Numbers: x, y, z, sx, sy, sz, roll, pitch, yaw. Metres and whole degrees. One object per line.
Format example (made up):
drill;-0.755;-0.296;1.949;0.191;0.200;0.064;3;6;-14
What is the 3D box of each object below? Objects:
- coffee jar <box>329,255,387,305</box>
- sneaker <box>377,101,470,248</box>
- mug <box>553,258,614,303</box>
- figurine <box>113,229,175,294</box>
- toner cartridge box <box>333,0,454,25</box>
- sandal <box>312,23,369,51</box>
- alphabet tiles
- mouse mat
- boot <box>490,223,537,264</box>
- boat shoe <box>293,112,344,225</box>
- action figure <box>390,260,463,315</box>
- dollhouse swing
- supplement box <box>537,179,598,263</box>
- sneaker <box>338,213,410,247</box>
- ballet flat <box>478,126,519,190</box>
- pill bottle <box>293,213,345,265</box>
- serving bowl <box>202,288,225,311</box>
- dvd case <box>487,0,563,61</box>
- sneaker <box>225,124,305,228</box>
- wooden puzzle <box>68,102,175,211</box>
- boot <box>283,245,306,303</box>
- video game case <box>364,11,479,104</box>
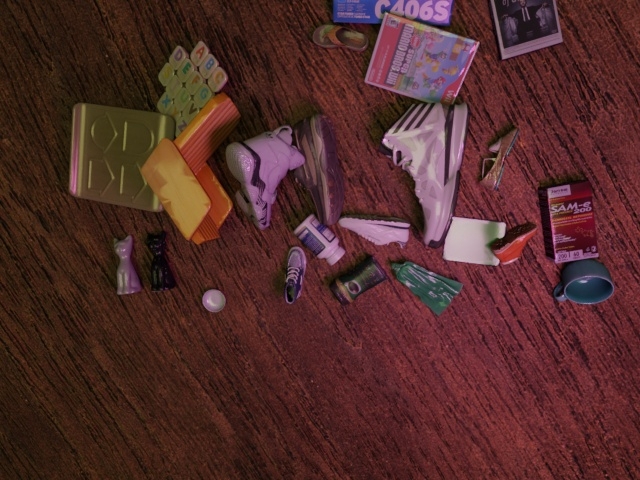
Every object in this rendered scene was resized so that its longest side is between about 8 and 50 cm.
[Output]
coffee jar;0.124;0.137;1.392;0.184;0.079;0.096;-34;97;9
sneaker;0.302;-0.208;1.296;0.258;0.169;0.446;8;92;14
mug;0.814;0.122;1.298;0.158;0.097;0.129;-6;129;26
figurine;-0.634;0.077;1.470;0.215;0.092;0.209;-6;91;8
toner cartridge box;0.213;-0.727;1.209;0.348;0.075;0.165;4;128;6
sandal;0.063;-0.631;1.287;0.180;0.049;0.072;13;100;4
alphabet tiles;-0.419;-0.475;1.324;0.278;0.021;0.284;-41;75;25
mouse mat;0.505;0.003;1.366;0.190;0.007;0.152;7;100;6
boot;0.633;0.011;1.334;0.158;0.059;0.084;-36;111;6
boat shoe;-0.011;-0.223;1.339;0.130;0.132;0.354;-3;97;29
action figure;0.334;0.136;1.377;0.232;0.063;0.137;31;103;-3
dollhouse swing;-0.308;-0.206;1.256;0.305;0.347;0.315;-33;94;0
supplement box;0.771;-0.059;1.293;0.131;0.073;0.239;-11;97;8
sneaker;0.172;-0.032;1.360;0.235;0.090;0.094;9;110;6
ballet flat;0.549;-0.258;1.289;0.067;0.073;0.206;21;98;17
pill bottle;0.000;0.000;1.375;0.094;0.094;0.169;-44;92;11
serving bowl;-0.377;0.212;1.485;0.084;0.027;0.083;1;100;6
dvd case;0.602;-0.679;1.231;0.180;0.029;0.238;-14;98;8
sneaker;-0.156;-0.191;1.292;0.210;0.365;0.137;-35;61;-20
wooden puzzle;-0.664;-0.280;1.404;0.348;0.080;0.321;10;100;7
boot;-0.088;0.118;1.408;0.069;0.086;0.189;3;100;6
video game case;0.298;-0.537;1.251;0.286;0.025;0.204;19;124;2
